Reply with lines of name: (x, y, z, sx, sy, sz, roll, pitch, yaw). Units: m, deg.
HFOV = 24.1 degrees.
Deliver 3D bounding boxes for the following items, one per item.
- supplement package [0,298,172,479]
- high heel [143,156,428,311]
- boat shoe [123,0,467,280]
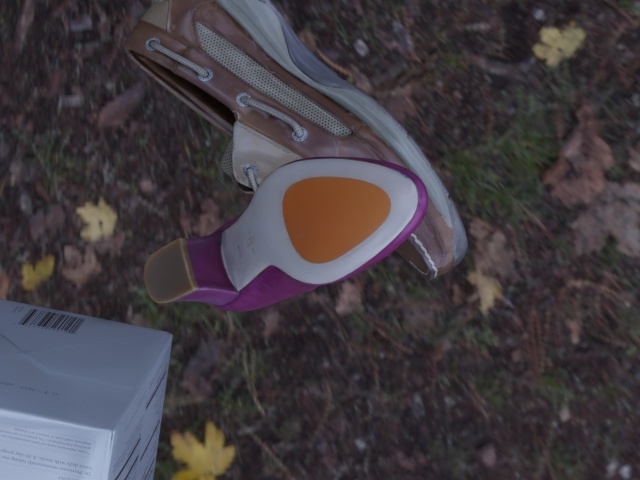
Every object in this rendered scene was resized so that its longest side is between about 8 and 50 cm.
supplement package: (-0.250, 0.209, 1.207, 0.199, 0.198, 0.262, 11, 109, 4)
high heel: (0.000, 0.000, 0.986, 0.117, 0.244, 0.082, -4, 73, -47)
boat shoe: (-0.023, -0.078, 1.167, 0.116, 0.123, 0.324, -43, 76, -11)
